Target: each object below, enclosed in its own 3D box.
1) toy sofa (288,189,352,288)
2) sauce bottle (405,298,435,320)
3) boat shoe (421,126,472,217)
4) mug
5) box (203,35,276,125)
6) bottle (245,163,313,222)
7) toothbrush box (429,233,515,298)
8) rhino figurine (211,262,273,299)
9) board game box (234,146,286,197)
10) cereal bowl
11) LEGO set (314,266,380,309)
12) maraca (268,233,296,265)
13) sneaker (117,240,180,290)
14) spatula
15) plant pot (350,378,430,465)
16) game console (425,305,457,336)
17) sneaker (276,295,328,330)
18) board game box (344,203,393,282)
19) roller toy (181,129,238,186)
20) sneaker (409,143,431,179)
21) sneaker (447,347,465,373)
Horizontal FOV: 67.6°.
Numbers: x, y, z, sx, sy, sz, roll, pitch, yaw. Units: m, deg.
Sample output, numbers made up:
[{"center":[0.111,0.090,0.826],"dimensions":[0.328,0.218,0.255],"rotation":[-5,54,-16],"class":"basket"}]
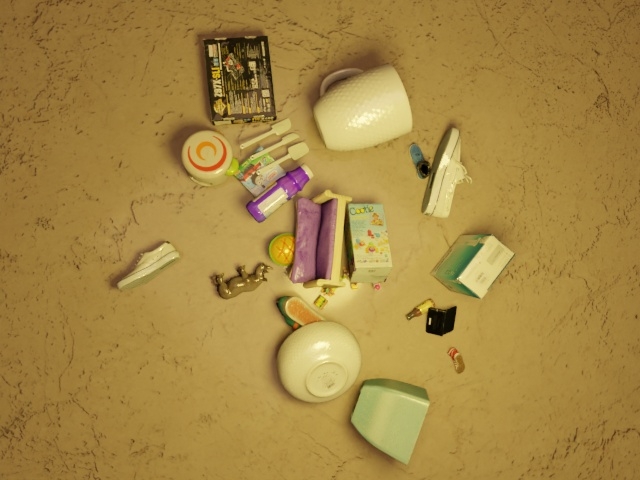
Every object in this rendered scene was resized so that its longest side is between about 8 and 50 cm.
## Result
[{"center":[0.000,0.000,1.808],"dimensions":[0.177,0.150,0.363],"rotation":[10,78,-24],"class":"toy sofa"},{"center":[0.412,0.287,1.974],"dimensions":[0.128,0.042,0.042],"rotation":[-29,93,-8],"class":"sauce bottle"},{"center":[0.539,-0.266,1.946],"dimensions":[0.156,0.136,0.368],"rotation":[15,91,-6],"class":"boat shoe"},{"center":[0.132,-0.527,1.856],"dimensions":[0.327,0.276,0.374],"rotation":[-21,62,1],"class":"mug"},{"center":[-0.314,-0.628,1.877],"dimensions":[0.256,0.079,0.322],"rotation":[-7,91,-5],"class":"box"},{"center":[-0.154,-0.184,1.834],"dimensions":[0.282,0.118,0.092],"rotation":[-39,96,-7],"class":"bottle"},{"center":[0.583,0.095,1.869],"dimensions":[0.126,0.295,0.216],"rotation":[40,85,-6],"class":"toothbrush box"},{"center":[-0.299,0.154,1.877],"dimensions":[0.243,0.073,0.107],"rotation":[-19,88,-8],"class":"rhino figurine"},{"center":[-0.220,-0.243,1.905],"dimensions":[0.160,0.039,0.211],"rotation":[-44,95,-5],"class":"board game box"},{"center":[0.007,0.485,1.820],"dimensions":[0.338,0.141,0.339],"rotation":[-5,111,-14],"class":"cereal bowl"},{"center":[0.100,0.178,1.906],"dimensions":[0.286,0.107,0.132],"rotation":[-20,92,-6],"class":"LEGO set"},{"center":[-0.116,0.033,1.889],"dimensions":[0.185,0.099,0.127],"rotation":[-11,96,-25],"class":"maraca"},{"center":[-0.668,0.097,1.836],"dimensions":[0.258,0.094,0.091],"rotation":[-32,75,-10],"class":"sneaker"},{"center":[-0.181,-0.368,1.891],"dimensions":[0.242,0.019,0.168],"rotation":[-32,91,-20],"class":"spatula"},{"center":[0.259,0.668,1.863],"dimensions":[0.252,0.248,0.247],"rotation":[21,88,10],"class":"plant pot"},{"center":[0.500,0.326,1.979],"dimensions":[0.107,0.071,0.122],"rotation":[10,114,21],"class":"game console"},{"center":[-0.059,0.322,1.898],"dimensions":[0.108,0.121,0.302],"rotation":[-48,115,-20],"class":"sneaker"},{"center":[0.177,0.010,1.842],"dimensions":[0.144,0.142,0.276],"rotation":[0,61,-6],"class":"board game box"},{"center":[-0.430,-0.312,1.827],"dimensions":[0.191,0.146,0.210],"rotation":[-25,84,-12],"class":"roller toy"},{"center":[0.410,-0.327,1.955],"dimensions":[0.058,0.084,0.152],"rotation":[-14,91,-6],"class":"sneaker"},{"center":[0.567,0.498,1.997],"dimensions":[0.042,0.067,0.119],"rotation":[-22,122,-8],"class":"sneaker"}]
